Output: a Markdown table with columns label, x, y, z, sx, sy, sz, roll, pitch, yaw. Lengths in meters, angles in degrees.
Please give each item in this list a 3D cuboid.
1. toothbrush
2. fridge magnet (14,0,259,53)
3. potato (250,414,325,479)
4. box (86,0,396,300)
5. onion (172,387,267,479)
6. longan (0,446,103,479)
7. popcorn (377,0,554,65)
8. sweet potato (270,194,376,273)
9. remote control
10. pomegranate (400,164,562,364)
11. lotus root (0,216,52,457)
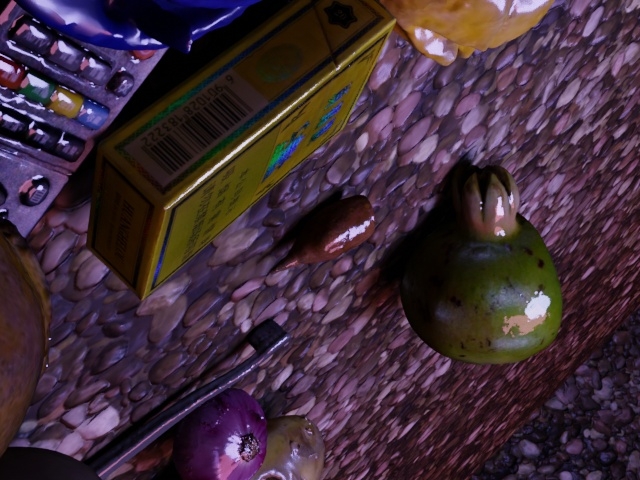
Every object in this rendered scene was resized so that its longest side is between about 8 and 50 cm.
| label | x | y | z | sx | sy | sz | roll | pitch | yaw |
| --- | --- | --- | --- | --- | --- | --- | --- | --- | --- |
| toothbrush | -0.150 | 0.174 | 1.034 | 0.297 | 0.030 | 0.030 | -36 | 164 | -21 |
| fridge magnet | -0.053 | -0.209 | 0.451 | 0.265 | 0.112 | 0.265 | -39 | 143 | -37 |
| potato | -0.108 | 0.321 | 1.201 | 0.296 | 0.141 | 0.192 | -43 | 154 | -21 |
| box | -0.054 | -0.071 | 0.693 | 0.220 | 0.064 | 0.141 | -41 | 170 | -28 |
| onion | -0.108 | 0.212 | 1.095 | 0.104 | 0.115 | 0.115 | -6 | -169 | 44 |
| longan | -0.257 | 0.267 | 0.782 | 0.246 | 0.215 | 0.246 | -6 | 169 | -1 |
| popcorn | 0.100 | -0.200 | 0.719 | 0.148 | 0.152 | 0.167 | -49 | 143 | 5 |
| sweet potato | 0.000 | 0.000 | 0.989 | 0.117 | 0.049 | 0.049 | -33 | 154 | -17 |
| remote control | -0.232 | 0.004 | 0.572 | 0.399 | 0.062 | 0.144 | -51 | 157 | 6 |
| pomegranate | 0.180 | 0.045 | 1.207 | 0.159 | 0.190 | 0.241 | -11 | 147 | -15 |
| lotus root | -0.263 | 0.045 | 0.353 | 0.346 | 0.250 | 0.250 | -3 | 132 | -52 |
